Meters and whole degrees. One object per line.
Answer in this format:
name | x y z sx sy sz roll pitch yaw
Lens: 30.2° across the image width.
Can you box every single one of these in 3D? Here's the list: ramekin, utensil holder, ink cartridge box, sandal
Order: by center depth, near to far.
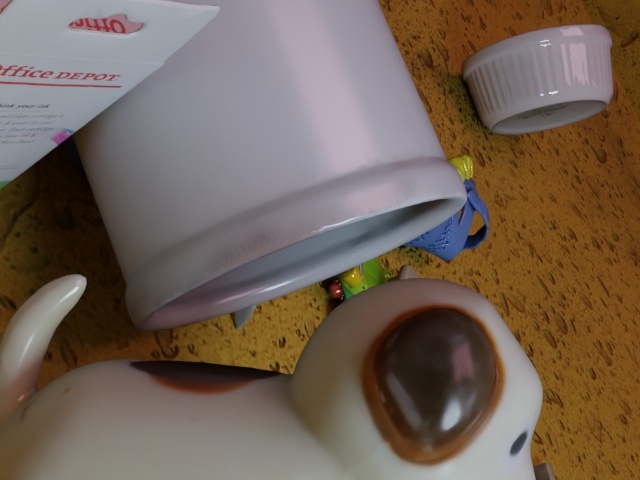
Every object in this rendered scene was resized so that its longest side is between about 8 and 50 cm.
ink cartridge box | -0.273 -0.142 0.925 0.207 0.353 0.119 -7 71 -55
utensil holder | -0.082 -0.152 1.110 0.328 0.328 0.385 -9 76 -57
sandal | 0.165 -0.033 1.705 0.317 0.126 0.138 -25 90 -57
ramekin | 0.391 -0.276 2.101 0.273 0.273 0.127 1 77 -55

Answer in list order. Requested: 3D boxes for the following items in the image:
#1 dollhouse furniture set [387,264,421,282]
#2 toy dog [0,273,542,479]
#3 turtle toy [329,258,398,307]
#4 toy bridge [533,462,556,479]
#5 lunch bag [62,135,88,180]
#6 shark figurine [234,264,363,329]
dollhouse furniture set | 0.198 0.230 1.394 0.303 0.174 0.355 45 42 -26
toy dog | -0.024 0.176 0.921 0.284 0.408 0.395 27 40 -75
turtle toy | 0.047 0.066 1.502 0.095 0.066 0.130 43 36 -28
toy bridge | 0.273 0.339 1.644 0.188 0.026 0.063 14 55 -50
lunch bag | -0.212 -0.180 1.301 0.293 0.138 0.220 -30 92 -47
shark figurine | 0.005 0.004 1.409 0.116 0.166 0.278 66 31 -12
